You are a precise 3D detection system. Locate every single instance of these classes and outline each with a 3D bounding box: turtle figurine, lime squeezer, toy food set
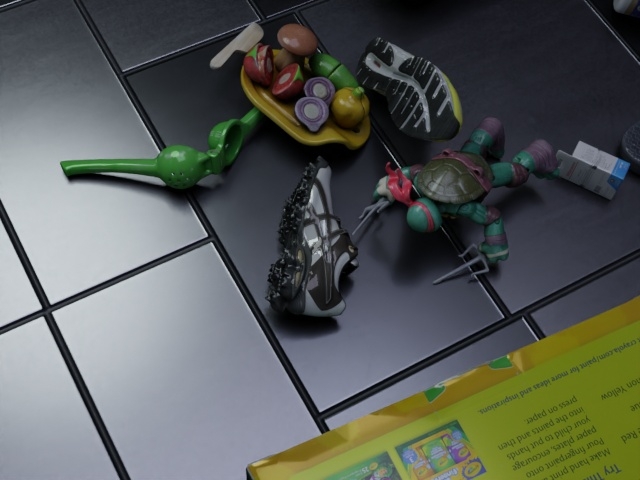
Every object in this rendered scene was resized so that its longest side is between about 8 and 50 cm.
[{"bbox_3d":[0.159,-0.052,1.161,0.234,0.118,0.175,-37,69,-28],"label":"turtle figurine"},{"bbox_3d":[-0.144,-0.114,1.212,0.310,0.059,0.110,-26,33,-17],"label":"lime squeezer"},{"bbox_3d":[-0.023,-0.201,1.225,0.218,0.071,0.128,39,47,8],"label":"toy food set"}]

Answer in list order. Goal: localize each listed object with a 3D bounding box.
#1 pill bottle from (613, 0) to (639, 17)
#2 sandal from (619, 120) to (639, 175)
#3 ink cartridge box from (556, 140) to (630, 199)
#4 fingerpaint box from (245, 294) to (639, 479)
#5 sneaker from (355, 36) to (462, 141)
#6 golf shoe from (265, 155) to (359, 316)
[{"bbox_3d":[0.496,-0.336,1.345,0.186,0.112,0.112,14,60,4],"label":"pill bottle"},{"bbox_3d":[0.488,-0.153,1.283,0.254,0.054,0.097,-24,58,-7],"label":"sandal"},{"bbox_3d":[0.324,-0.088,1.227,0.083,0.048,0.028,27,62,10],"label":"ink cartridge box"},{"bbox_3d":[0.206,0.304,0.929,0.444,0.163,0.371,-21,64,-15],"label":"fingerpaint box"},{"bbox_3d":[0.125,-0.176,1.211,0.094,0.081,0.208,20,24,-34],"label":"sneaker"},{"bbox_3d":[0.000,0.000,1.147,0.093,0.077,0.198,18,61,-14],"label":"golf shoe"}]
